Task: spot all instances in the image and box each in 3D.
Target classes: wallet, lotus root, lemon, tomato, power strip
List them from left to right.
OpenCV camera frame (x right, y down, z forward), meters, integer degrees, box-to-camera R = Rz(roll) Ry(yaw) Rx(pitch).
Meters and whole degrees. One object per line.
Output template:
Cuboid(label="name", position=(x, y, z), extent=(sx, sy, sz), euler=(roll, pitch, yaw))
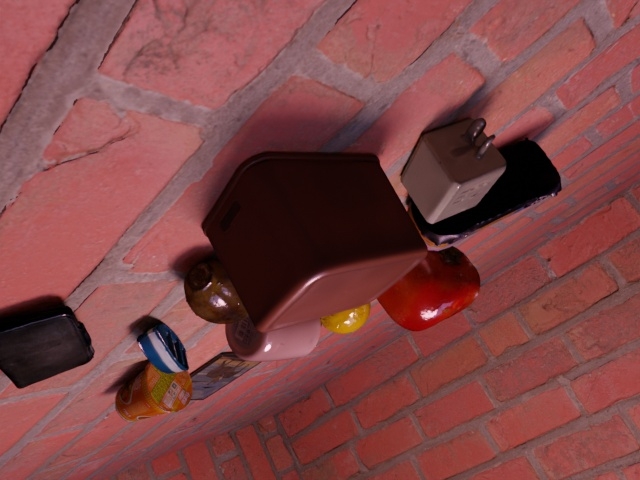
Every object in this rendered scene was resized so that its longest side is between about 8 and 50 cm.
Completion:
Cuboid(label="wallet", position=(-0.548, 0.209, 0.998), extent=(0.172, 0.045, 0.318), euler=(-16, 157, -22))
Cuboid(label="lotus root", position=(-0.214, 0.115, 1.095), extent=(0.124, 0.123, 0.241), euler=(-38, 163, -4))
Cuboid(label="lemon", position=(0.073, 0.212, 1.619), extent=(0.173, 0.173, 0.206), euler=(-29, 175, 2))
Cuboid(label="tomato", position=(0.328, 0.134, 1.612), extent=(0.325, 0.293, 0.290), euler=(-17, 147, -50))
Cuboid(label="power strip", position=(0.282, -0.158, 1.058), extent=(0.140, 0.139, 0.224), euler=(-21, 158, -18))

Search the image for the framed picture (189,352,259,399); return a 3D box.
Cuboid(label="framed picture", position=(-0.403, 0.511, 1.883), extent=(0.347, 0.016, 0.265), euler=(-34, 152, 16))

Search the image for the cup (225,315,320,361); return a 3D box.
Cuboid(label="cup", position=(-0.115, 0.211, 1.362), extent=(0.253, 0.191, 0.200), euler=(-48, 150, 24))

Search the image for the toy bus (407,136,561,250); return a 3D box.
Cuboid(label="toy bus", position=(0.405, -0.098, 1.318), extent=(0.386, 0.171, 0.162), euler=(-25, 163, -8))

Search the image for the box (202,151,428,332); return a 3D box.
Cuboid(label="box", position=(0.000, 0.000, 0.946), extent=(0.339, 0.229, 0.239), euler=(-9, 151, -43))

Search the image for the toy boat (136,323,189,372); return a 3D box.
Cuboid(label="toy boat", position=(-0.396, 0.274, 1.281), extent=(0.061, 0.096, 0.299), euler=(-16, 155, -8))

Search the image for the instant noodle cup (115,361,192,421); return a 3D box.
Cuboid(label="instant noodle cup", position=(-0.500, 0.448, 1.487), extent=(0.185, 0.168, 0.168), euler=(-30, 161, 26))
